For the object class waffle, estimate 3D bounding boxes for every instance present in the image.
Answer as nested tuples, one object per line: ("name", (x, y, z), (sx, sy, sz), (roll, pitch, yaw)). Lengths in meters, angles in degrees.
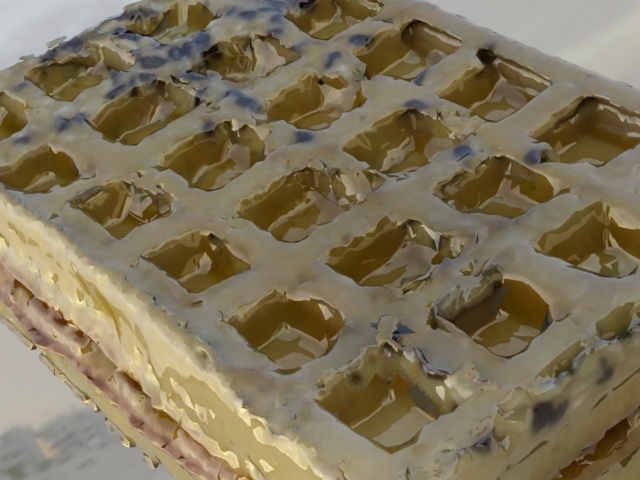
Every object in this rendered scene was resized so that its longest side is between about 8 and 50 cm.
("waffle", (0.000, 0.000, 0.637), (0.261, 0.376, 0.114), (-33, -48, -26))
